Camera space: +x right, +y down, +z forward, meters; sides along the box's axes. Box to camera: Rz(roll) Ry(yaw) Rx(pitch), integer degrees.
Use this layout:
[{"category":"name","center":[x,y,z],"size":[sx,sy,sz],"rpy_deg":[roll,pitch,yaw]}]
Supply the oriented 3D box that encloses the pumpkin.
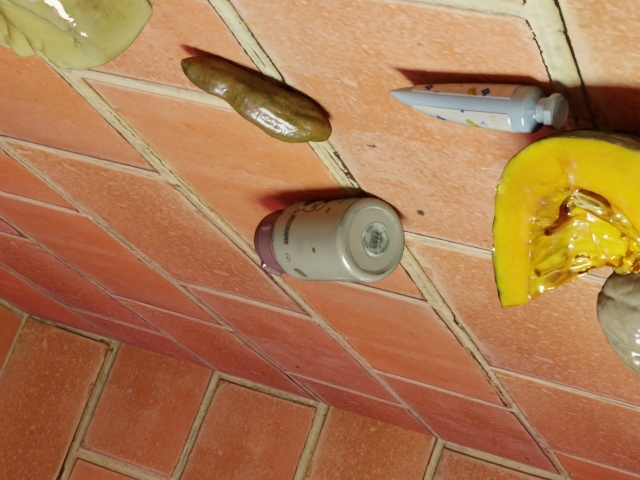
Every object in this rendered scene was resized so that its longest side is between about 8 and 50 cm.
[{"category":"pumpkin","center":[0.264,-0.049,1.208],"size":[0.312,0.148,0.169],"rpy_deg":[-18,108,53]}]

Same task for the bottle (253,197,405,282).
[{"category":"bottle","center":[0.000,0.000,1.714],"size":[0.110,0.110,0.233],"rpy_deg":[29,164,-31]}]

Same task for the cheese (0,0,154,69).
[{"category":"cheese","center":[-0.270,-0.249,1.188],"size":[0.214,0.117,0.226],"rpy_deg":[13,159,41]}]

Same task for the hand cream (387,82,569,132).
[{"category":"hand cream","center":[0.146,-0.123,1.198],"size":[0.171,0.043,0.065],"rpy_deg":[9,175,41]}]

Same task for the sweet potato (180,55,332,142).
[{"category":"sweet potato","center":[-0.065,-0.147,1.382],"size":[0.182,0.054,0.053],"rpy_deg":[27,155,-15]}]

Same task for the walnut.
[{"category":"walnut","center":[0.404,0.076,1.345],"size":[0.230,0.178,0.178],"rpy_deg":[9,162,25]}]
